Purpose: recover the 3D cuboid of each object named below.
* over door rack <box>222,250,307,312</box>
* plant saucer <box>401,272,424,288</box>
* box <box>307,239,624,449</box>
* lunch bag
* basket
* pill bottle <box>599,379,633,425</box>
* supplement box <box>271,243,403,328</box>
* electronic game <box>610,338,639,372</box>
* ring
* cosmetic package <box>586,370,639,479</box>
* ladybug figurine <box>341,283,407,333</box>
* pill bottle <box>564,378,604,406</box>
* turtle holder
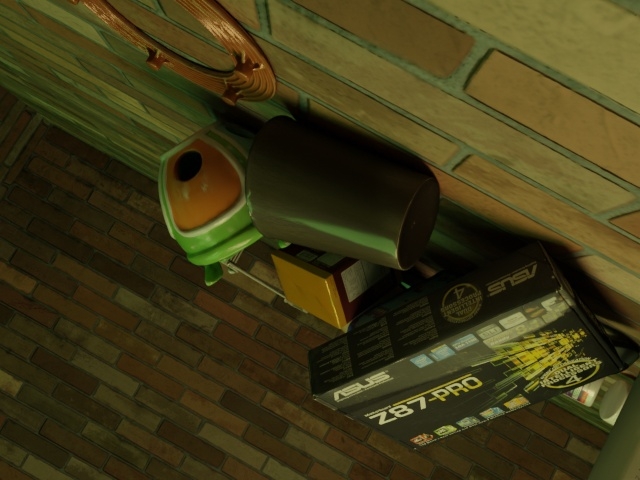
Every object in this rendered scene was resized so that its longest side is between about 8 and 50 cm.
[{"bbox_3d":[-0.100,0.002,1.379,0.108,0.239,0.324,21,169,46],"label":"over door rack"},{"bbox_3d":[0.327,0.182,1.650,0.318,0.043,0.317,35,173,5],"label":"plant saucer"},{"bbox_3d":[0.229,0.188,0.922,0.318,0.395,0.097,41,-151,-40],"label":"box"},{"bbox_3d":[0.207,0.167,1.160,0.293,0.138,0.221,-12,-167,-25],"label":"lunch bag"},{"bbox_3d":[0.034,-0.055,0.808,0.227,0.154,0.204,19,143,28],"label":"basket"},{"bbox_3d":[0.763,0.416,1.306,0.246,0.136,0.136,29,173,6],"label":"pill bottle"},{"bbox_3d":[0.037,0.058,1.269,0.191,0.194,0.129,21,136,48],"label":"supplement box"},{"bbox_3d":[0.468,0.221,1.097,0.230,0.048,0.229,0,155,0],"label":"electronic game"},{"bbox_3d":[-0.207,-0.267,0.733,0.337,0.032,0.336,28,173,4],"label":"ring"},{"bbox_3d":[0.515,0.359,0.881,0.156,0.384,0.217,26,170,19],"label":"cosmetic package"},{"bbox_3d":[0.159,0.179,1.468,0.305,0.162,0.449,40,-177,14],"label":"ladybug figurine"},{"bbox_3d":[0.560,0.296,1.377,0.194,0.108,0.108,25,172,28],"label":"pill bottle"},{"bbox_3d":[-0.146,-0.098,1.041,0.243,0.320,0.227,-22,107,39],"label":"turtle holder"}]
